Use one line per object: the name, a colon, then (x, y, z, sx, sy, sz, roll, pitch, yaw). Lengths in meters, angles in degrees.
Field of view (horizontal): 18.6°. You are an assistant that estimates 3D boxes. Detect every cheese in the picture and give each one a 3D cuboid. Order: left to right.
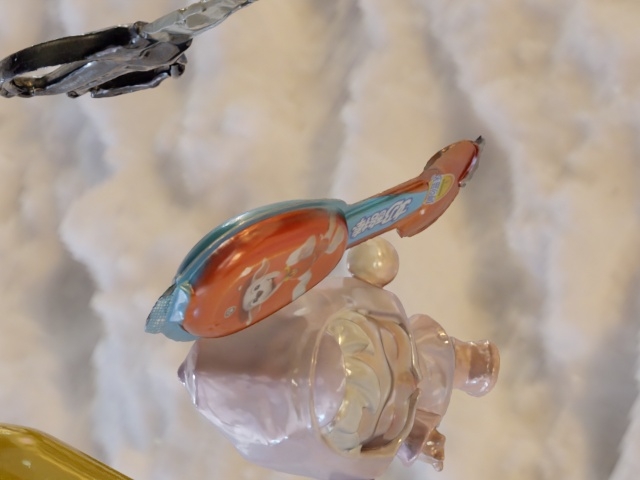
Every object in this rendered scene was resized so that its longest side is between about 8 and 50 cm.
cheese: (0.000, 0.000, 1.171, 0.037, 0.256, 0.106, 50, 143, 24)

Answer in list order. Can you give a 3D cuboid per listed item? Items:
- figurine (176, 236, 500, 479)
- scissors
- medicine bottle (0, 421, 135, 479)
figurine: (0.020, 0.097, 1.362, 0.133, 0.276, 0.200, 3, 86, 31)
scissors: (-0.075, -0.111, 1.032, 0.300, 0.109, 0.022, -13, 82, 55)
medicine bottle: (-0.178, 0.117, 0.931, 0.095, 0.260, 0.064, -62, 0, 20)
